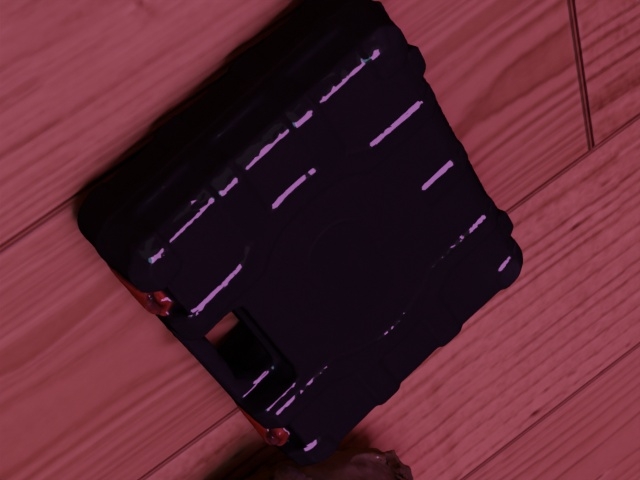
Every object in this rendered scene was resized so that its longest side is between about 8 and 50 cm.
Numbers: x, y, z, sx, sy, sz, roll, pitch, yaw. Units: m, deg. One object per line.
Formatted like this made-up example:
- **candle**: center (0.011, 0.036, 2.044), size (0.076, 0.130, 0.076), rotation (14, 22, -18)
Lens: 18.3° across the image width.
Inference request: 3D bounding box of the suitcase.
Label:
- **suitcase**: center (0.000, 0.000, 1.154), size (0.206, 0.066, 0.285), rotation (-43, 144, -5)

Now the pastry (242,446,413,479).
- **pastry**: center (-0.020, 0.253, 1.330), size (0.257, 0.121, 0.236), rotation (-47, 144, 2)
